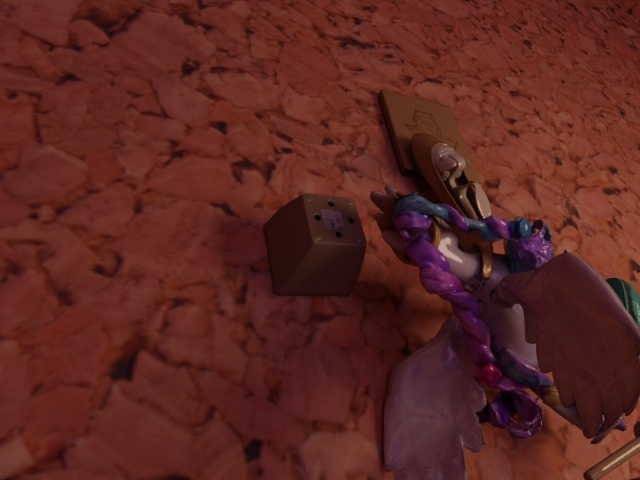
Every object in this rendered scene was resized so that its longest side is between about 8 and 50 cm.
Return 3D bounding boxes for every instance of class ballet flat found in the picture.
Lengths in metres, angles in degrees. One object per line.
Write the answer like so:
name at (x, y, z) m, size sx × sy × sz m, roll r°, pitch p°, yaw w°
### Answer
ballet flat at (0.472, 0.168, 0.769) m, size 0.087 × 0.083 × 0.247 m, roll 39°, pitch 49°, yaw -15°
ballet flat at (0.224, -0.092, 0.812) m, size 0.080 × 0.073 × 0.232 m, roll -15°, pitch 73°, yaw -31°

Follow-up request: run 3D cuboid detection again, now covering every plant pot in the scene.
plant pot at (0.000, 0.000, 0.635) m, size 0.109 × 0.096 × 0.109 m, roll 4°, pitch 55°, yaw -26°

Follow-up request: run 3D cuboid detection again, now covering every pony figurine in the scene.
pony figurine at (0.217, 0.108, 0.582) m, size 0.363 × 0.303 × 0.351 m, roll 24°, pitch 39°, yaw -29°

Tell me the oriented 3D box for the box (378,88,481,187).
box at (0.200, -0.191, 0.927) m, size 0.164 × 0.021 × 0.201 m, roll 6°, pitch 54°, yaw -23°

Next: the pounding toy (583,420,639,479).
pounding toy at (0.352, 0.299, 0.538) m, size 0.181 × 0.094 × 0.206 m, roll 19°, pitch 55°, yaw 6°
